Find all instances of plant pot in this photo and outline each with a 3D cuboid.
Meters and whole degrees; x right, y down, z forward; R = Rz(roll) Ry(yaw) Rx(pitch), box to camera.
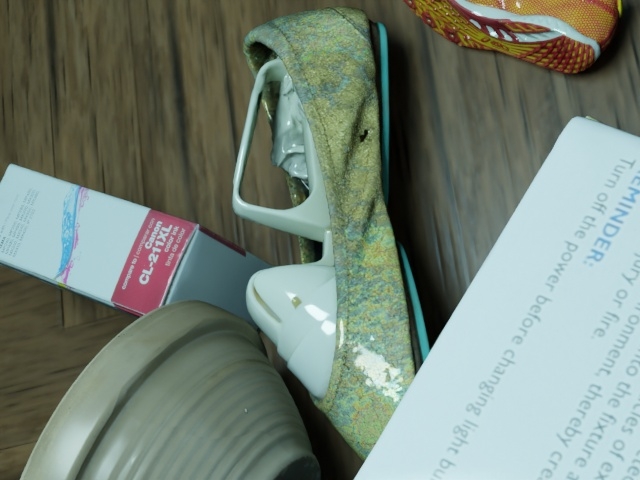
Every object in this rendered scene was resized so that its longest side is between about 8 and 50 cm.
[{"bbox_3d":[-0.075,0.165,0.757,0.110,0.237,0.237,22,86,24],"label":"plant pot"}]

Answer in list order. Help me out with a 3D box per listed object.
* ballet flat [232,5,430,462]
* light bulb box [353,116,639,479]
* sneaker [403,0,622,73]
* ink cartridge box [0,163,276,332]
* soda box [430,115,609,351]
[{"bbox_3d":[0.000,0.000,0.826,0.123,0.123,0.348,-15,67,22],"label":"ballet flat"},{"bbox_3d":[0.237,0.177,0.512,0.361,0.358,0.225,24,74,29],"label":"light bulb box"},{"bbox_3d":[0.126,-0.168,0.861,0.175,0.064,0.067,26,68,24],"label":"sneaker"},{"bbox_3d":[-0.138,0.014,0.888,0.175,0.127,0.072,18,83,29],"label":"ink cartridge box"},{"bbox_3d":[0.150,0.016,0.788,0.061,0.058,0.181,35,93,30],"label":"soda box"}]
